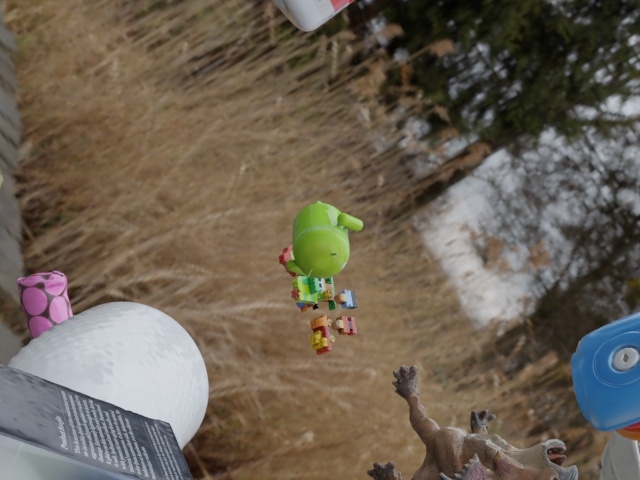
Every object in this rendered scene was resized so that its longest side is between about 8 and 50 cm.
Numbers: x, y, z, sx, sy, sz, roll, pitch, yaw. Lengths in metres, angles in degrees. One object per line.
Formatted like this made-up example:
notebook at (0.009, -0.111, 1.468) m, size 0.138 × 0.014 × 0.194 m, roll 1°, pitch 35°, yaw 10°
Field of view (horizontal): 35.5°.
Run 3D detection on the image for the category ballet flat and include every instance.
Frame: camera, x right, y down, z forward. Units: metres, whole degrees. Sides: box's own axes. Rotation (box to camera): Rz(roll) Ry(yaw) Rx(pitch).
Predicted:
ballet flat at (0.523, 0.442, 1.632) m, size 0.139 × 0.139 × 0.400 m, roll -9°, pitch 82°, yaw -88°

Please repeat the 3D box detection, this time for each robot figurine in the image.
robot figurine at (0.000, 0.000, 1.187) m, size 0.067 × 0.101 × 0.115 m, roll 41°, pitch 21°, yaw -22°

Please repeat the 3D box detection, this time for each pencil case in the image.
pencil case at (-0.480, 0.157, 1.819) m, size 0.095 × 0.098 × 0.209 m, roll 7°, pitch -69°, yaw 59°

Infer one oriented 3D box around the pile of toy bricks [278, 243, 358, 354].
pile of toy bricks at (-0.015, 0.094, 1.830) m, size 0.105 × 0.118 × 0.212 m, roll 10°, pitch 62°, yaw -44°

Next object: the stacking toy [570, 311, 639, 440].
stacking toy at (0.499, 0.248, 1.423) m, size 0.302 × 0.166 × 0.175 m, roll 45°, pitch 31°, yaw -31°

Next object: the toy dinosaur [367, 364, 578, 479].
toy dinosaur at (0.123, 0.261, 0.972) m, size 0.200 × 0.127 × 0.295 m, roll -96°, pitch -163°, yaw -51°

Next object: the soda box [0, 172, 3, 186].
soda box at (-0.482, -0.060, 1.350) m, size 0.181 × 0.061 × 0.058 m, roll -99°, pitch 178°, yaw -60°

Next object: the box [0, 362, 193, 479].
box at (-0.334, 0.304, 1.038) m, size 0.294 × 0.296 × 0.183 m, roll 27°, pitch 8°, yaw -26°

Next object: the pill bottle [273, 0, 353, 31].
pill bottle at (0.073, -0.511, 1.461) m, size 0.229 × 0.408 × 0.229 m, roll 53°, pitch 2°, yaw -2°

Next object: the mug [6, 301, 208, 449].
mug at (-0.388, 0.268, 1.478) m, size 0.328 × 0.374 × 0.276 m, roll -38°, pitch 113°, yaw -76°
